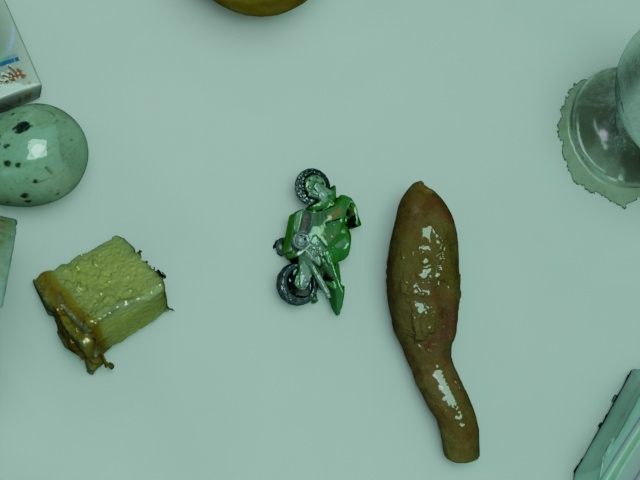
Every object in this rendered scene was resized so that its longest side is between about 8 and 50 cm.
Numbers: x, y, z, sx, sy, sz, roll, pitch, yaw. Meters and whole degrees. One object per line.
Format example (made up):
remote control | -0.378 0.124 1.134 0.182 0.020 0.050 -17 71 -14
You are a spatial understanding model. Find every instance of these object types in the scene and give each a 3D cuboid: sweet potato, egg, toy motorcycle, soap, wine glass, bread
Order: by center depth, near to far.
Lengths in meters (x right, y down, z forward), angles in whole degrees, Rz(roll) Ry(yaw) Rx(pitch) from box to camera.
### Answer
egg | -0.374 -0.105 1.619 0.164 0.131 0.131 -17 84 -12
bread | -0.277 0.068 1.633 0.147 0.127 0.152 -34 73 -19
sweet potato | 0.147 0.110 1.739 0.109 0.109 0.385 -5 86 -16
toy motorcycle | 0.000 0.000 1.739 0.106 0.074 0.190 15 76 -21
wine glass | 0.493 -0.192 1.775 0.238 0.323 0.238 3 77 -13
soap | 0.449 0.296 1.792 0.145 0.091 0.230 41 72 -8

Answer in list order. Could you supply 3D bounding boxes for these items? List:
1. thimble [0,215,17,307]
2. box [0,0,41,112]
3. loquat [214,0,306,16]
thimble | -0.454 0.087 1.491 0.150 0.271 0.271 14 76 -16
box | -0.490 -0.215 1.641 0.233 0.067 0.149 -24 87 -19
loquat | -0.084 -0.413 1.709 0.235 0.235 0.235 3 79 -15
